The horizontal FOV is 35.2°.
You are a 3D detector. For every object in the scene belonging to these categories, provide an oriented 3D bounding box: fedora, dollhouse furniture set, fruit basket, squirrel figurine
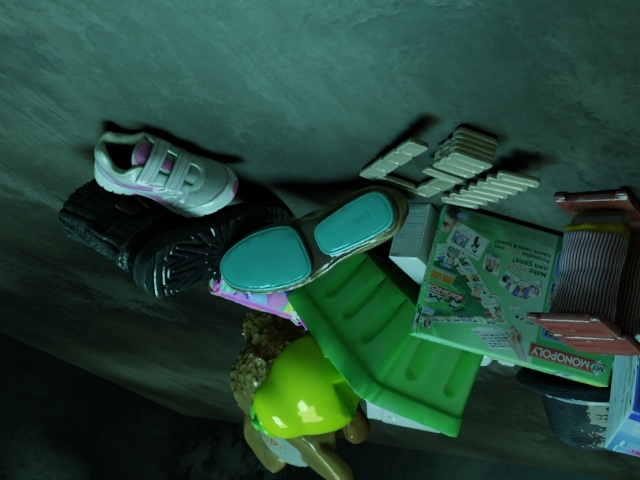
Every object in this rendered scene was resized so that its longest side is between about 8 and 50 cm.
[{"bbox_3d":[0.553,0.326,2.012,0.334,0.152,0.334,-6,-172,1],"label":"fedora"},{"bbox_3d":[0.494,0.042,1.366,0.374,0.201,0.152,-3,154,42],"label":"dollhouse furniture set"},{"bbox_3d":[0.061,0.230,1.812,0.283,0.392,0.392,27,157,-33],"label":"fruit basket"},{"bbox_3d":[-0.016,0.310,2.341,0.281,0.370,0.397,-11,120,52],"label":"squirrel figurine"}]

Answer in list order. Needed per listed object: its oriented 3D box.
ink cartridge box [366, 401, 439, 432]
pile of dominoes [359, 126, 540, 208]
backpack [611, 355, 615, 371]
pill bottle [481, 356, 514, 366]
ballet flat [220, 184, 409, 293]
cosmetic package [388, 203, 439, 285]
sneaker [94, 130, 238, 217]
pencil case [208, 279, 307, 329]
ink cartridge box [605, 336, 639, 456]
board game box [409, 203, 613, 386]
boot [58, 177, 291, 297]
[{"bbox_3d":[0.203,0.276,2.173,0.168,0.233,0.171,11,161,8],"label":"ink cartridge box"},{"bbox_3d":[0.185,-0.106,1.458,0.196,0.040,0.251,17,169,-12],"label":"pile of dominoes"},{"bbox_3d":[0.487,0.183,1.899,0.152,0.115,0.182,-10,153,45],"label":"backpack"},{"bbox_3d":[0.289,0.181,1.930,0.180,0.108,0.108,13,161,3],"label":"pill bottle"},{"bbox_3d":[0.000,0.000,1.643,0.342,0.116,0.124,-26,172,25],"label":"ballet flat"},{"bbox_3d":[0.198,0.031,1.704,0.060,0.099,0.239,4,158,33],"label":"cosmetic package"},{"bbox_3d":[-0.258,-0.111,1.621,0.252,0.103,0.111,11,162,8],"label":"sneaker"},{"bbox_3d":[-0.118,0.105,2.134,0.236,0.104,0.104,22,159,-19],"label":"pencil case"},{"bbox_3d":[0.566,0.191,1.624,0.151,0.270,0.395,8,160,13],"label":"ink cartridge box"},{"bbox_3d":[0.319,0.087,1.592,0.317,0.213,0.046,16,170,-5],"label":"board game box"},{"bbox_3d":[-0.248,-0.034,1.758,0.348,0.131,0.260,-12,-147,-43],"label":"boot"}]
